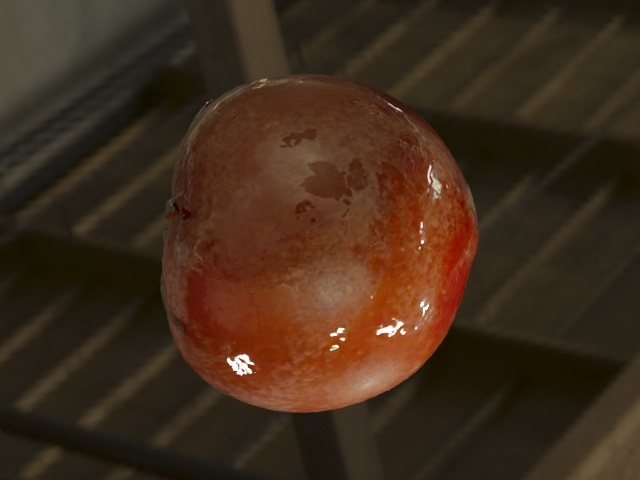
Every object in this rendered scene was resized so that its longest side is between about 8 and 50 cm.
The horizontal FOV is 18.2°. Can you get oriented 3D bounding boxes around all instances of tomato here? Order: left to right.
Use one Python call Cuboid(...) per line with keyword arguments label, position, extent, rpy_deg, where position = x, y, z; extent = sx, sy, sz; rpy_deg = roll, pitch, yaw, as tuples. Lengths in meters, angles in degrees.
Cuboid(label="tomato", position=(0.000, 0.000, 1.548), extent=(0.264, 0.265, 0.265), rpy_deg=(-10, -151, 6))
